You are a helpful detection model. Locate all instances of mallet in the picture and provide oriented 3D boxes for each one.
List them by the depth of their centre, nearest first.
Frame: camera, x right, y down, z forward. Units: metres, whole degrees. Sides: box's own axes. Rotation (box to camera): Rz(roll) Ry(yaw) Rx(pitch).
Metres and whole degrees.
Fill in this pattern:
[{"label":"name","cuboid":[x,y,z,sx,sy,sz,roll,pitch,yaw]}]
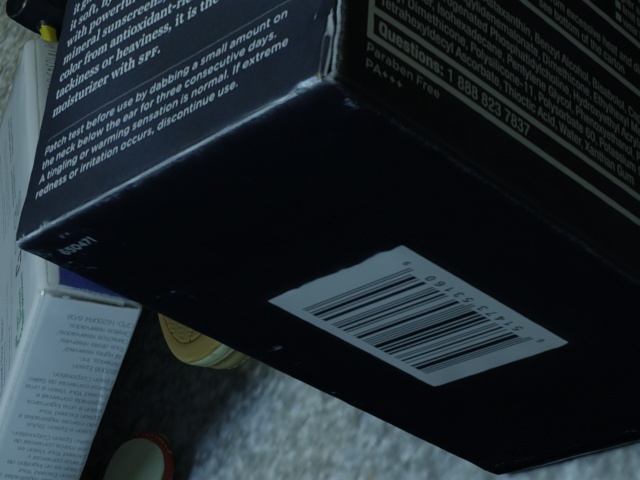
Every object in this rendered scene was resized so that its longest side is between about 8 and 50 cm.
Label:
[{"label":"mallet","cuboid":[-0.215,-0.141,1.213,0.039,0.062,0.189,-41,56,26]}]

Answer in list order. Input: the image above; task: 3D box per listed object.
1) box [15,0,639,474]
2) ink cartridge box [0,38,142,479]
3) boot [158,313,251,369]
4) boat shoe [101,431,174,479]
[{"label":"box","cuboid":[0.055,-0.089,0.641,0.183,0.296,0.294,-23,50,40]},{"label":"ink cartridge box","cuboid":[-0.207,0.079,0.961,0.324,0.071,0.330,-110,37,-55]},{"label":"boot","cuboid":[0.000,0.000,0.751,0.077,0.165,0.213,-28,41,33]},{"label":"boat shoe","cuboid":[-0.131,0.181,0.889,0.137,0.049,0.043,-64,-4,3]}]
